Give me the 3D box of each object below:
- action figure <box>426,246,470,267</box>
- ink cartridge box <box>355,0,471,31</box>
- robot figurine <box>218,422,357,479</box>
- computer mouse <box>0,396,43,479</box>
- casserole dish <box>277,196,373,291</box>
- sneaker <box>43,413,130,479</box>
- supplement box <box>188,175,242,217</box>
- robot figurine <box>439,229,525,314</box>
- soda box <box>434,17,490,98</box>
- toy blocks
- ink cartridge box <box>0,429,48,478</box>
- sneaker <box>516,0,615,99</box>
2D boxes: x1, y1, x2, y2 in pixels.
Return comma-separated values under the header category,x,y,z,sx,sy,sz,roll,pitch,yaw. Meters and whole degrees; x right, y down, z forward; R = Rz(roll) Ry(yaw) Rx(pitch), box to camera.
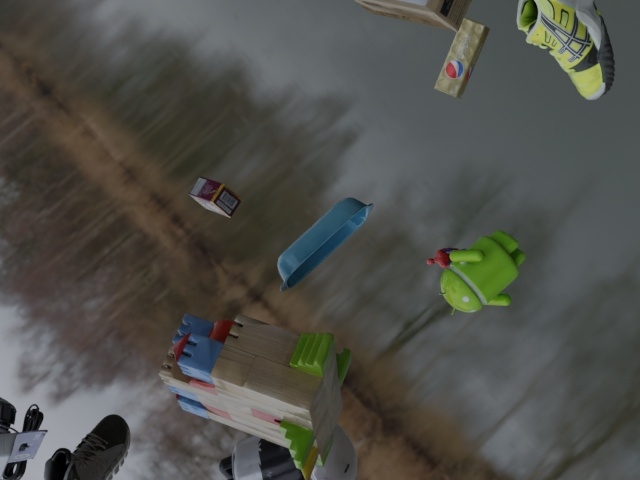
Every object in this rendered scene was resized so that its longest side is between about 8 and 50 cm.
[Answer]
category,x,y,z,sx,sy,sz,roll,pitch,yaw
action figure,0.237,0.028,1.811,0.030,0.115,0.038,123,138,-68
ink cartridge box,0.191,-0.515,2.003,0.235,0.193,0.088,23,-179,43
robot figurine,-0.063,0.454,2.090,0.173,0.278,0.209,22,-131,-70
computer mouse,-0.697,0.414,2.227,0.262,0.184,0.060,10,167,25
casserole dish,0.000,0.000,1.567,0.037,0.188,0.114,47,172,10
sneaker,-0.419,0.384,1.880,0.086,0.228,0.132,6,140,20
supplement box,-0.194,-0.081,1.949,0.083,0.043,0.055,20,163,49
robot figurine,0.195,0.041,1.295,0.067,0.115,0.101,42,171,50
soda box,0.337,-0.433,2.513,0.061,0.181,0.058,25,-169,18
toy blocks,-0.110,0.202,1.546,0.261,0.190,0.381,18,158,11
ink cartridge box,-0.575,0.367,1.749,0.223,0.224,0.045,130,135,-59
sneaker,0.448,-0.409,1.992,0.384,0.147,0.145,57,-170,-42
